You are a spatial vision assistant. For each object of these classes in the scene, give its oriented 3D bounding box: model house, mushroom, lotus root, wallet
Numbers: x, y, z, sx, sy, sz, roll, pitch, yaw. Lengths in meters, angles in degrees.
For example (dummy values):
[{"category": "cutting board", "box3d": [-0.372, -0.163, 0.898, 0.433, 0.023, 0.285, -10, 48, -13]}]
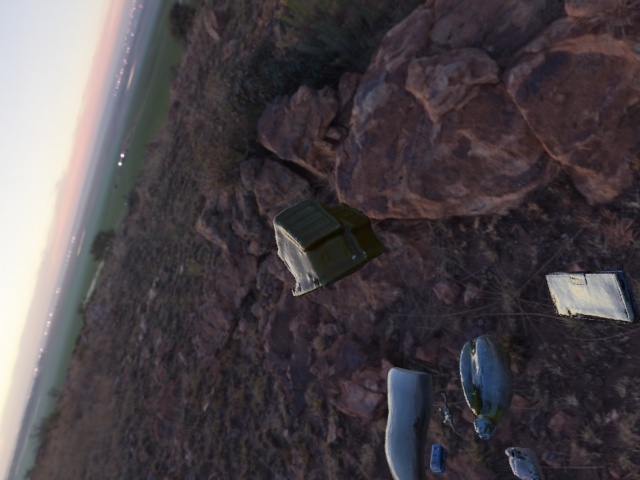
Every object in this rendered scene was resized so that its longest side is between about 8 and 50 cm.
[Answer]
[{"category": "model house", "box3d": [0.007, -0.004, 1.151, 0.239, 0.268, 0.173, 61, 164, -2]}, {"category": "mushroom", "box3d": [0.273, 0.594, 1.269, 0.126, 0.177, 0.397, -21, 48, 46]}, {"category": "lotus root", "box3d": [0.521, 0.453, 1.308, 0.158, 0.140, 0.322, -38, 33, 45]}, {"category": "wallet", "box3d": [0.887, 0.183, 1.395, 0.317, 0.044, 0.169, 146, 110, -79]}]

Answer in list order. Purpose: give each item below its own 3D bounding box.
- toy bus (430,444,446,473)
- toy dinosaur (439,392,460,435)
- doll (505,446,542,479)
[{"category": "toy bus", "box3d": [0.394, 0.733, 1.411, 0.038, 0.046, 0.083, -22, 30, 36]}, {"category": "toy dinosaur", "box3d": [0.533, 0.733, 1.758, 0.037, 0.058, 0.180, -28, 74, 60]}, {"category": "doll", "box3d": [0.752, 0.820, 1.541, 0.095, 0.192, 0.149, -40, 65, 11]}]
